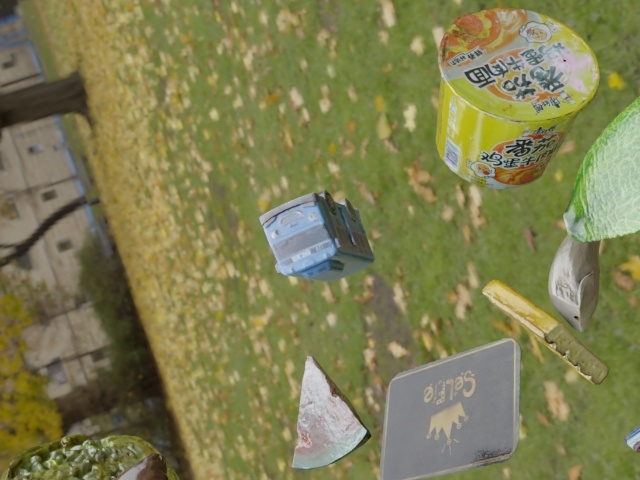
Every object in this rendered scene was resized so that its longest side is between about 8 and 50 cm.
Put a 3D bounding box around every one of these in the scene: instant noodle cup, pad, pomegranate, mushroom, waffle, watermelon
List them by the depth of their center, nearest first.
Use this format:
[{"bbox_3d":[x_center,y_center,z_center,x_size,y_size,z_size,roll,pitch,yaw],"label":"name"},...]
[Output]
[{"bbox_3d":[0.307,-0.221,1.613,0.200,0.264,0.264,95,154,-53],"label":"instant noodle cup"},{"bbox_3d":[-0.377,0.491,1.615,0.358,0.310,0.216,-115,39,-49],"label":"pomegranate"},{"bbox_3d":[0.036,0.303,1.770,0.207,0.136,0.202,-60,-23,-64],"label":"watermelon"},{"bbox_3d":[0.229,0.298,1.917,0.375,0.063,0.314,-28,44,45],"label":"pad"},{"bbox_3d":[0.523,0.056,1.996,0.096,0.108,0.246,101,-176,-67],"label":"mushroom"},{"bbox_3d":[0.483,0.192,2.100,0.248,0.055,0.221,37,-177,-37],"label":"waffle"}]

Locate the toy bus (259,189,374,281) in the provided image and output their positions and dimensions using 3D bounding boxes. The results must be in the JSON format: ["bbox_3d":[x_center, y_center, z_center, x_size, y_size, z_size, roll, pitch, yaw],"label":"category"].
[{"bbox_3d":[0.000,0.000,1.657,0.234,0.116,0.133,14,-125,-70],"label":"toy bus"}]

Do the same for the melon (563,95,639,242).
[{"bbox_3d":[0.418,-0.087,1.176,0.124,0.323,0.196,25,-134,-43],"label":"melon"}]

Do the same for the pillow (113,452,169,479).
[{"bbox_3d":[-0.297,0.485,1.305,0.108,0.305,0.307,37,-156,-44],"label":"pillow"}]

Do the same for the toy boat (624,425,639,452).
[{"bbox_3d":[0.700,0.360,1.903,0.080,0.229,0.046,56,-159,-21],"label":"toy boat"}]
